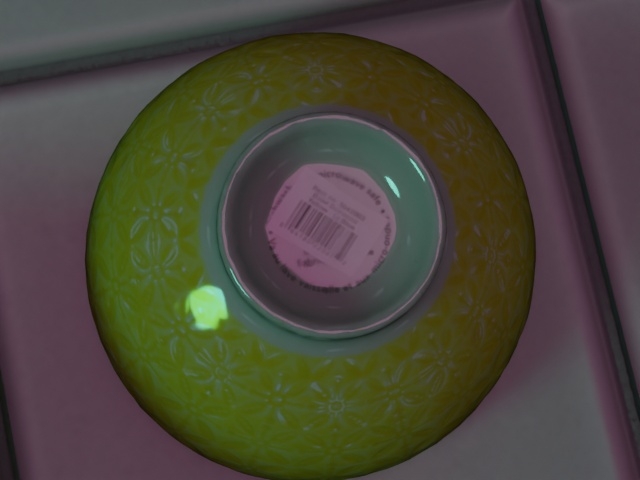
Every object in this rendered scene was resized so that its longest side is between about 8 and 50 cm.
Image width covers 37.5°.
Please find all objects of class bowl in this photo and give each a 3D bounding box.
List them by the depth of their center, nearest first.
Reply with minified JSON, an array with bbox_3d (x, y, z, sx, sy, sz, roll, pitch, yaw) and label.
[{"bbox_3d":[0.000,0.000,0.542,0.289,0.156,0.289,1,82,-4],"label":"bowl"}]
